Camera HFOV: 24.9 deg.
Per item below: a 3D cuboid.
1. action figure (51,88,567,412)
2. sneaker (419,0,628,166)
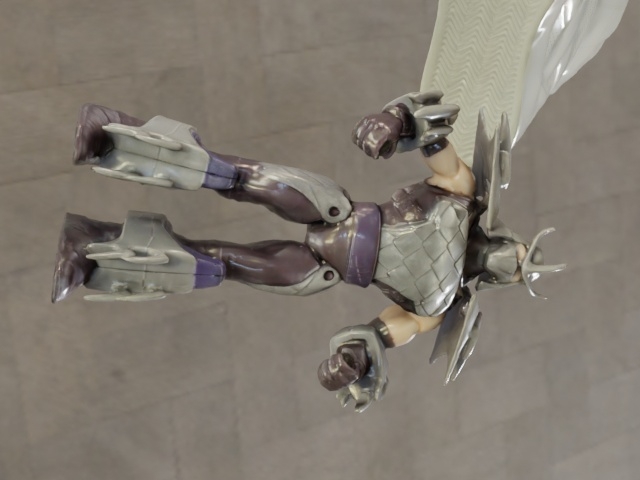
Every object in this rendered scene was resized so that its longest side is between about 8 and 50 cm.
[{"bbox_3d":[0.000,0.000,0.811,0.285,0.099,0.185,8,97,-7],"label":"action figure"},{"bbox_3d":[0.156,-0.206,0.979,0.169,0.108,0.292,-44,158,-45],"label":"sneaker"}]
